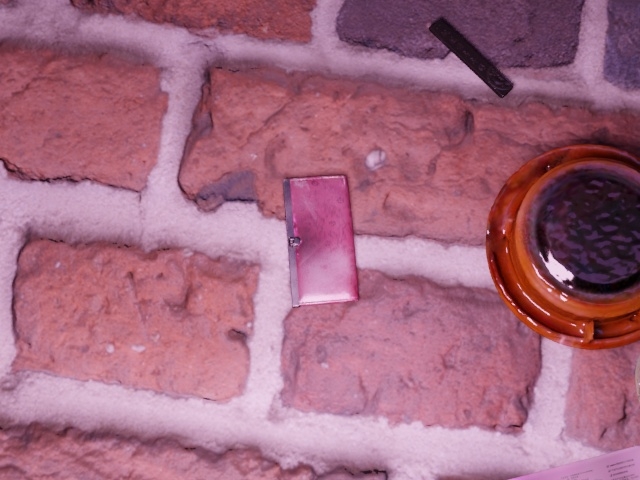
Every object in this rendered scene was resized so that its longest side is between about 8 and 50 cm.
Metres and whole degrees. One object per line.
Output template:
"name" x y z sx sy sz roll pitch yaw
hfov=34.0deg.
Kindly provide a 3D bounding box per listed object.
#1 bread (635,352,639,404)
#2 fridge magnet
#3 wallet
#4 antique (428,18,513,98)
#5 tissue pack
"bread" 0.670 0.249 1.795 0.266 0.040 0.267 0 76 0
"fridge magnet" 0.465 0.005 1.791 0.363 0.155 0.364 -1 76 3
"wallet" 0.000 0.000 1.860 0.119 0.025 0.232 -5 78 -2
"antique" 0.279 -0.339 1.944 0.031 0.015 0.192 -43 81 -9
"tissue pack" 0.426 0.439 1.712 0.246 0.092 0.149 -14 65 -2
